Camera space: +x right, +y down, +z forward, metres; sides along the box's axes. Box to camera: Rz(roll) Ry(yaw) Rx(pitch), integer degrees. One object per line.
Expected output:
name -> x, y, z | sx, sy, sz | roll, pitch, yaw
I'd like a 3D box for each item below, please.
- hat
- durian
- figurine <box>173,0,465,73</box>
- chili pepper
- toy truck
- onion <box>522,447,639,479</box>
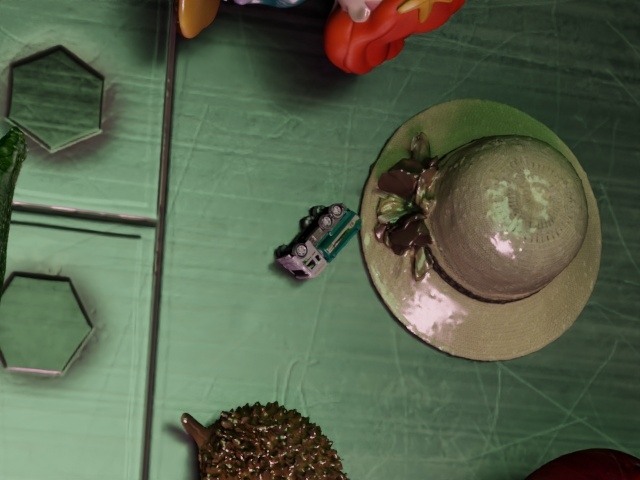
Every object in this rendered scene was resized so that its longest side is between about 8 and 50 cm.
hat -> 0.174, -0.025, 1.744 | 0.257, 0.130, 0.257 | 4, 76, -18
durian -> -0.043, 0.206, 1.638 | 0.188, 0.091, 0.148 | 38, 69, -6
figurine -> 0.013, -0.245, 1.694 | 0.257, 0.208, 0.181 | 9, 31, 9
chili pepper -> -0.291, 0.004, 1.620 | 0.088, 0.059, 0.226 | 22, 67, -18
toy truck -> 0.000, 0.000, 1.728 | 0.044, 0.039, 0.083 | 49, 65, -18
onion -> 0.236, 0.307, 1.677 | 0.248, 0.161, 0.248 | 0, 88, -17
